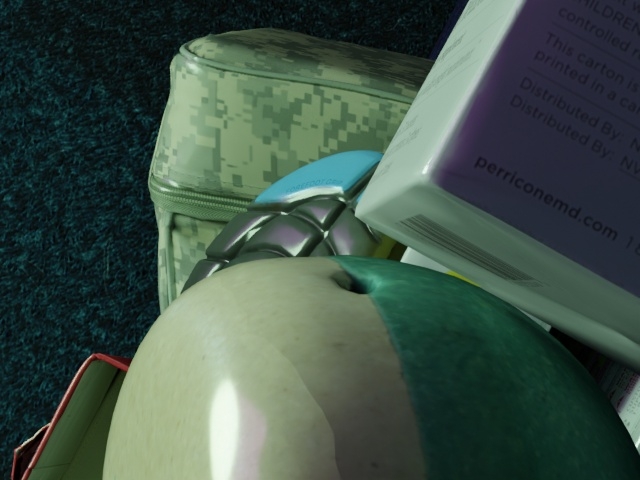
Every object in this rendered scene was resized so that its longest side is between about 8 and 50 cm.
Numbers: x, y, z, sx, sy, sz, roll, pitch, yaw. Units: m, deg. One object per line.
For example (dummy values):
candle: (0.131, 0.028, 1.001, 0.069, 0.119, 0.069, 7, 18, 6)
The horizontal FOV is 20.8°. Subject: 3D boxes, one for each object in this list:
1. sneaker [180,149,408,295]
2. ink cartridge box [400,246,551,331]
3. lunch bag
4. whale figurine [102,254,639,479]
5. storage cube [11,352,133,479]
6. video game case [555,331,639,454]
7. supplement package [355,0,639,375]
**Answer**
sneaker: (-0.021, 0.109, 0.953, 0.341, 0.139, 0.125, -62, 34, 15)
ink cartridge box: (0.060, 0.034, 0.710, 0.307, 0.072, 0.303, -65, -8, 14)
lunch bag: (0.000, 0.000, 1.180, 0.305, 0.212, 0.256, -60, -17, -79)
whale figurine: (0.014, 0.138, 0.484, 0.216, 0.141, 0.272, -134, 46, -66)
storage cube: (-0.113, 0.200, 1.244, 0.183, 0.215, 0.193, -62, -3, -4)
video game case: (0.115, 0.035, 0.610, 0.212, 0.023, 0.193, -62, 3, 2)
supplement package: (0.128, -0.083, 0.391, 0.244, 0.134, 0.139, -61, 3, -4)
